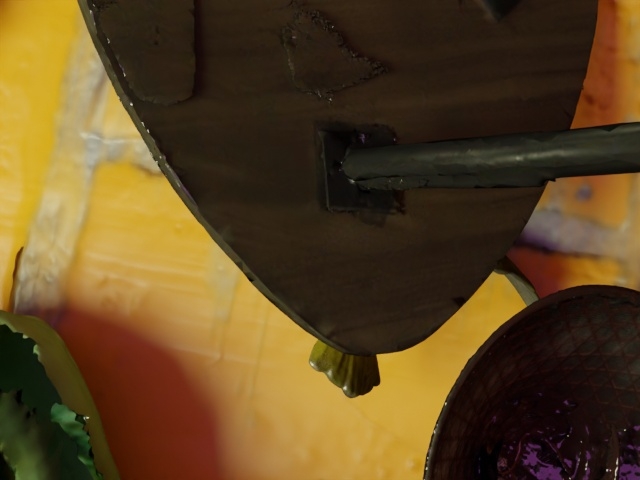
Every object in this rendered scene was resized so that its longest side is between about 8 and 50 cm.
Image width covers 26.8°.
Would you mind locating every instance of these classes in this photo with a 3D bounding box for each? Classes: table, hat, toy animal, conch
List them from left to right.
[{"bbox_3d":[-0.165,0.129,0.709,0.143,0.137,0.250,-41,80,4],"label":"conch"},{"bbox_3d":[0.000,0.000,0.718,0.095,0.219,0.155,-58,40,18],"label":"toy animal"},{"bbox_3d":[0.072,-0.122,0.554,0.317,0.249,0.317,7,75,-26],"label":"table"},{"bbox_3d":[0.115,0.113,0.693,0.193,0.082,0.193,-3,96,-26],"label":"hat"}]
